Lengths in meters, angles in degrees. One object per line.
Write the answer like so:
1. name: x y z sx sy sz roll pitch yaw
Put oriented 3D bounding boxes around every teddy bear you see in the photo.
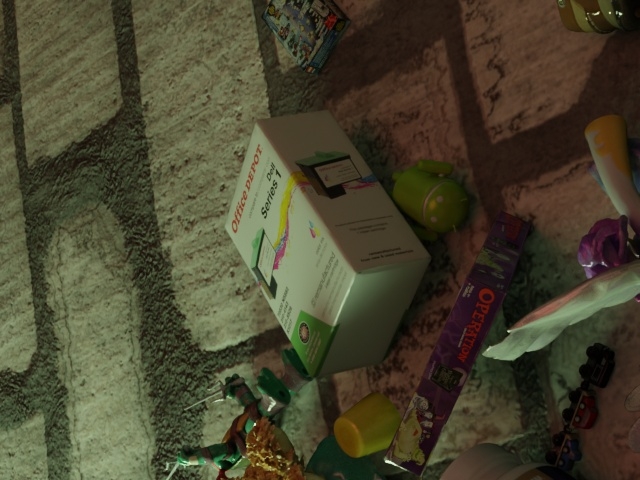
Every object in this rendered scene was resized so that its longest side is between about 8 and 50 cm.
1. teddy bear: -0.066 0.381 1.686 0.245 0.113 0.338 53 142 23

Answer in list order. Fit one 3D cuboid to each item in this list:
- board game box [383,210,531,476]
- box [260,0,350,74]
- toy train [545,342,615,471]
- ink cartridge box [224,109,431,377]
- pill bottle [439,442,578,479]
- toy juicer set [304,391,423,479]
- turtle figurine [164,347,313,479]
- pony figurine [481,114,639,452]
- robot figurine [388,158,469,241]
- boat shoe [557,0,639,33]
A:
1. board game box: 0.154 0.097 1.440 0.056 0.347 0.208 20 106 8
2. box: -0.022 -0.308 1.876 0.094 0.027 0.137 -56 49 24
3. toy train: 0.289 0.189 1.485 0.036 0.027 0.158 27 104 34
4. ink cartridge box: 0.000 0.000 1.709 0.278 0.117 0.201 58 144 34
5. pill bottle: 0.247 0.327 1.416 0.264 0.153 0.153 29 106 44
6. toy juicer set: 0.051 0.341 1.684 0.209 0.089 0.329 56 142 15
7. turtle figurine: -0.110 0.250 1.838 0.234 0.118 0.175 -46 14 31
8. pony figurine: 0.358 0.015 1.283 0.351 0.302 0.363 -36 42 37
9. robot figurine: 0.134 -0.051 1.647 0.115 0.067 0.101 32 116 45
10. boat shoe: 0.298 -0.384 1.484 0.120 0.122 0.324 -9 78 49
